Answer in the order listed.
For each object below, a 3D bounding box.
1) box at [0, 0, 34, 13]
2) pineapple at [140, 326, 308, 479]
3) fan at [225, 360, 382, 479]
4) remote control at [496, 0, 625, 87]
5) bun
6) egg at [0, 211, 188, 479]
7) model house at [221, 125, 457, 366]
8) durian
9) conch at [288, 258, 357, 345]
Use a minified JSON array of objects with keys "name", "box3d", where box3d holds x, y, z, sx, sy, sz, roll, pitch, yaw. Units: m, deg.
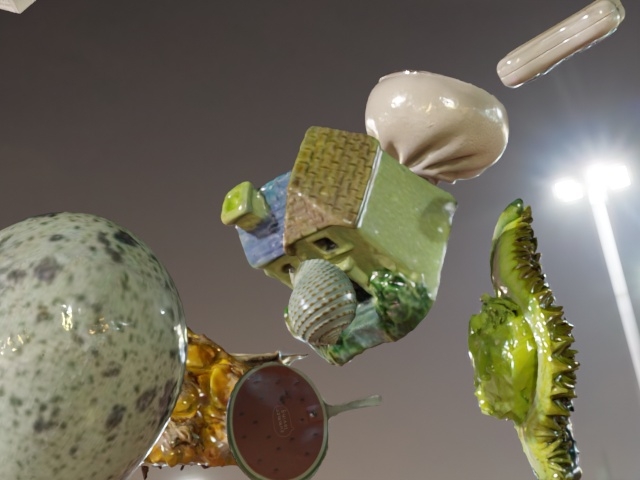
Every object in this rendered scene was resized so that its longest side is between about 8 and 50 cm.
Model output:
[{"name":"box","box3d":[-0.215,-0.184,1.089,0.083,0.054,0.024,19,-32,43]},{"name":"pineapple","box3d":[-0.107,0.158,1.589,0.334,0.158,0.161,13,-19,-36]},{"name":"fan","box3d":[-0.009,0.119,1.069,0.133,0.085,0.005,-10,-4,-39]},{"name":"remote control","box3d":[0.218,-0.179,1.437,0.122,0.032,0.074,-30,4,25]},{"name":"bun","box3d":[0.133,-0.124,1.885,0.172,0.120,0.173,16,-9,3]},{"name":"egg","box3d":[-0.139,0.070,0.817,0.132,0.172,0.132,19,-3,1]},{"name":"model house","box3d":[0.000,0.000,1.694,0.214,0.195,0.189,-22,-54,43]},{"name":"durian","box3d":[0.223,0.128,1.693,0.132,0.375,0.106,-19,-24,29]},{"name":"conch","box3d":[0.003,0.062,1.587,0.076,0.085,0.056,-24,7,-11]}]
